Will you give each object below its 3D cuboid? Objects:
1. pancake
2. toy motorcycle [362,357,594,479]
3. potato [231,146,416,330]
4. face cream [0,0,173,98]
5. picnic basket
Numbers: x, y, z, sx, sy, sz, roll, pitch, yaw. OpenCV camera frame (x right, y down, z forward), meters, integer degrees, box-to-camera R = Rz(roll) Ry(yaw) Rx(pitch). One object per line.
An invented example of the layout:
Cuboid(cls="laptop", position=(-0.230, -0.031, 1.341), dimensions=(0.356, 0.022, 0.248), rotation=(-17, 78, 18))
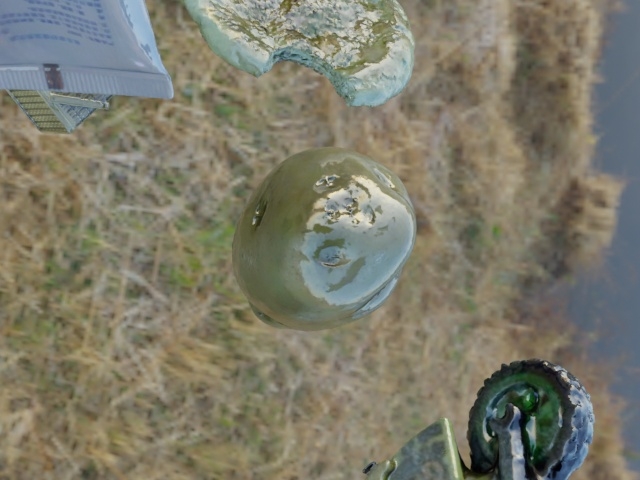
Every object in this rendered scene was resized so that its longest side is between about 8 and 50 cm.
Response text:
Cuboid(cls="pancake", position=(-0.020, -0.224, 1.266), dimensions=(0.253, 0.253, 0.037), rotation=(-35, 164, -44))
Cuboid(cls="toy motorcycle", position=(0.117, 0.303, 1.249), dimensions=(0.169, 0.237, 0.410), rotation=(28, 114, -33))
Cuboid(cls="potato", position=(0.000, 0.000, 1.772), dimensions=(0.221, 0.326, 0.243), rotation=(17, 82, -10))
Cuboid(cls="face cream", position=(-0.273, -0.256, 1.148), dimensions=(0.420, 0.235, 0.137), rotation=(83, 11, -57))
Cuboid(cls="picnic basket", position=(-0.323, -0.204, 1.546), dimensions=(0.079, 0.115, 0.164), rotation=(-45, 115, -21))
